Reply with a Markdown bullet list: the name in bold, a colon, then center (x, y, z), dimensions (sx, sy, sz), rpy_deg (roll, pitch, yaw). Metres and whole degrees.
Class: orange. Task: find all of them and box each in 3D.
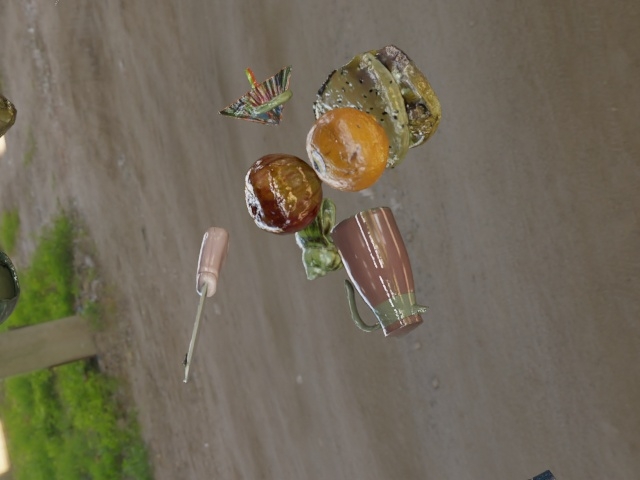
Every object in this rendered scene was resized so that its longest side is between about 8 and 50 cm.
- **orange**: center (0.046, -0.142, 1.204), dimensions (0.136, 0.117, 0.136), rpy_deg (57, 159, 36)

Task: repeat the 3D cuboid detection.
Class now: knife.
- **knife**: center (-0.180, 0.097, 1.152), dimensions (0.336, 0.043, 0.081), rpy_deg (-85, 4, -53)

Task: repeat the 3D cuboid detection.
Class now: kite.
- **kite**: center (-0.167, -0.381, 2.085), dimensions (0.183, 0.241, 0.014), rpy_deg (64, -170, 7)

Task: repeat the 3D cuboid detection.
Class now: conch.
- **conch**: center (-0.003, 0.001, 1.989), dimensions (0.187, 0.124, 0.182), rpy_deg (54, -159, -60)

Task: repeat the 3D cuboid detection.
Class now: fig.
- **fig**: center (-0.053, -0.107, 1.626), dimensions (0.175, 0.207, 0.175), rpy_deg (40, 143, 39)

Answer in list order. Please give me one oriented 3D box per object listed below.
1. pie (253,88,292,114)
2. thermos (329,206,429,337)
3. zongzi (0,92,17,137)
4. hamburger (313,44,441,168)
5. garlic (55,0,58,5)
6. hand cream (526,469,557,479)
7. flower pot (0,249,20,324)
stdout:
- **pie**: center (-0.086, -0.254, 1.430), dimensions (0.021, 0.084, 0.084), rpy_deg (62, 156, -12)
- **thermos**: center (0.123, 0.082, 1.671), dimensions (0.176, 0.146, 0.265), rpy_deg (-30, 73, 33)
- **zongzi**: center (-0.891, -0.175, 1.447), dimensions (0.218, 0.500, 0.467), rpy_deg (47, -174, 15)
- **hamburger**: center (0.149, -0.325, 1.953), dimensions (0.277, 0.195, 0.318), rpy_deg (51, 151, 7)
- **garlic**: center (-0.584, -0.668, 1.889), dimensions (0.090, 0.198, 0.129), rpy_deg (20, 136, 19)
- **hand cream**: center (0.390, 0.588, 1.630), dimensions (0.120, 0.270, 0.061), rpy_deg (59, 179, 21)
- **flower pot**: center (-0.677, 0.088, 1.444), dimensions (0.157, 0.243, 0.189), rpy_deg (-25, 74, 18)
